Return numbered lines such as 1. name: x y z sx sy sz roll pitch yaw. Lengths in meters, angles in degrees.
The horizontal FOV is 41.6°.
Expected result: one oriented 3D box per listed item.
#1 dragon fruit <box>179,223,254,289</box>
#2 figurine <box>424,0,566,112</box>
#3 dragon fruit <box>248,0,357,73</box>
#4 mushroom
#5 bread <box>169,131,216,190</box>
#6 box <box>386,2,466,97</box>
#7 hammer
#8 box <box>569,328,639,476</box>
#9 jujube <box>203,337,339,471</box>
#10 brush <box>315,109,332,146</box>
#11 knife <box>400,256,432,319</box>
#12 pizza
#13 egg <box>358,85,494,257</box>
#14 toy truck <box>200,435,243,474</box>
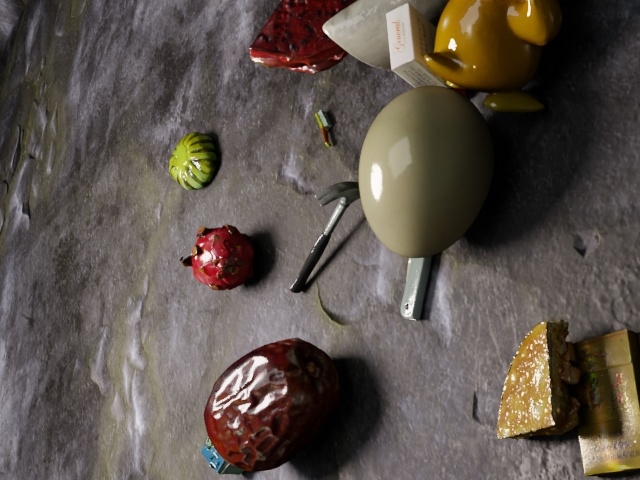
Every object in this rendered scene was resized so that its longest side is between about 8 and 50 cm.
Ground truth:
1. dragon fruit: -0.188 0.032 1.624 0.133 0.136 0.166 -53 1 -21
2. figurine: 0.234 -0.301 1.124 0.215 0.215 0.228 44 115 50
3. dragon fruit: 0.031 -0.398 1.488 0.317 0.152 0.205 -57 -4 0
4. mushroom: 0.191 -0.419 1.249 0.397 0.177 0.126 -43 69 32
5. bread: -0.285 -0.174 1.865 0.130 0.071 0.139 -48 44 25
6. box: 0.158 -0.269 1.246 0.048 0.152 0.100 -16 64 33
7. hammer: 0.000 0.000 1.422 0.246 0.103 0.029 -59 45 32
8. box: 0.332 0.187 0.967 0.089 0.022 0.156 -24 59 46
9. jujube: -0.085 0.266 1.358 0.243 0.183 0.183 -45 46 35
10. brush: 0.010 -0.203 1.530 0.021 0.019 0.083 -37 48 27
11. knife: 0.146 0.038 1.263 0.044 0.023 0.162 4 81 51
12. pizza: 0.266 0.186 1.011 0.134 0.046 0.175 -105 29 -56
13. egg: 0.146 -0.094 1.175 0.186 0.186 0.241 10 94 53
14. toy truck: -0.138 0.337 1.500 0.081 0.067 0.175 46 111 43
